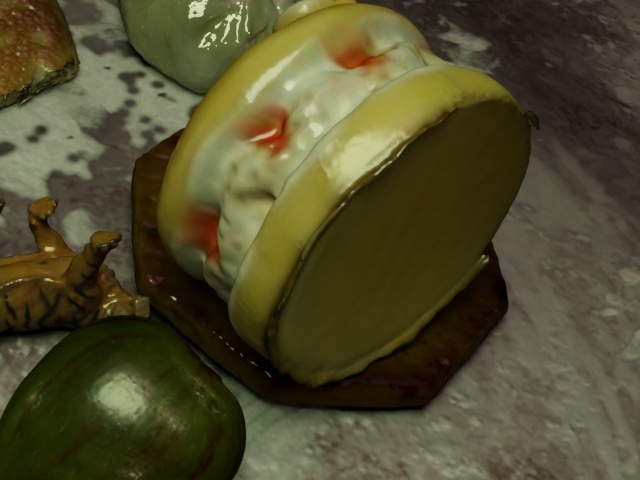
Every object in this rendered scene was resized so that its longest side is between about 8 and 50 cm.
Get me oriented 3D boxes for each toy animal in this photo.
[{"bbox_3d":[-0.260,0.044,0.783,0.255,0.116,0.114,-9,28,-18],"label":"toy animal"}]

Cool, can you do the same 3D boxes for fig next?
[{"bbox_3d":[-0.178,0.164,0.692,0.259,0.151,0.151,-39,65,-10],"label":"fig"}]

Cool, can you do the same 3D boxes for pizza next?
[{"bbox_3d":[-0.335,-0.181,0.980,0.147,0.069,0.226,50,53,0],"label":"pizza"}]

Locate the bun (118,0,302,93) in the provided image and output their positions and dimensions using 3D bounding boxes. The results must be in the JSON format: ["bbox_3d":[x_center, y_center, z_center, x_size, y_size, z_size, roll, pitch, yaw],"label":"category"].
[{"bbox_3d":[-0.101,-0.261,1.077,0.231,0.133,0.231,9,44,-9],"label":"bun"}]

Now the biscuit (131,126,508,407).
[{"bbox_3d":[0.000,0.001,0.919,0.359,0.046,0.359,10,46,-10],"label":"biscuit"}]

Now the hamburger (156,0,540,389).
[{"bbox_3d":[0.022,-0.047,0.774,0.303,0.261,0.186,-5,43,-49],"label":"hamburger"}]
